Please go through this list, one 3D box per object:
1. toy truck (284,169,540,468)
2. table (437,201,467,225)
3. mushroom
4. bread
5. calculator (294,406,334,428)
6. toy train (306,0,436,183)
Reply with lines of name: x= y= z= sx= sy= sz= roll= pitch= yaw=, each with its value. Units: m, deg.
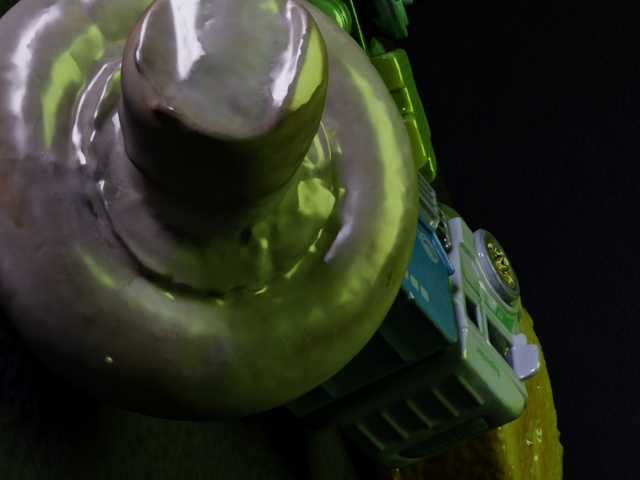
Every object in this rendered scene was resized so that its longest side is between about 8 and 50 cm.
toy truck: x=0.000 y=0.000 z=0.754 sx=0.367 sy=0.146 sz=0.175 roll=45 pitch=28 yaw=-34
table: x=0.123 y=0.029 z=1.429 sx=0.220 sy=0.126 sz=0.126 roll=-61 pitch=127 yaw=-78
mushroom: x=-0.048 y=-0.041 z=0.501 sx=0.206 sy=0.206 sz=0.209 roll=-102 pitch=-151 yaw=-44
bread: x=0.128 y=0.166 z=1.061 sx=0.268 sy=0.145 sz=0.268 roll=-11 pitch=90 yaw=-67
calculator: x=-0.011 y=0.073 z=0.921 sx=0.235 sy=0.032 sz=0.146 roll=2 pitch=66 yaw=-76
toy train: x=0.036 y=-0.174 z=1.328 sx=0.442 sy=0.179 sz=0.272 roll=-59 pitch=132 yaw=-79
